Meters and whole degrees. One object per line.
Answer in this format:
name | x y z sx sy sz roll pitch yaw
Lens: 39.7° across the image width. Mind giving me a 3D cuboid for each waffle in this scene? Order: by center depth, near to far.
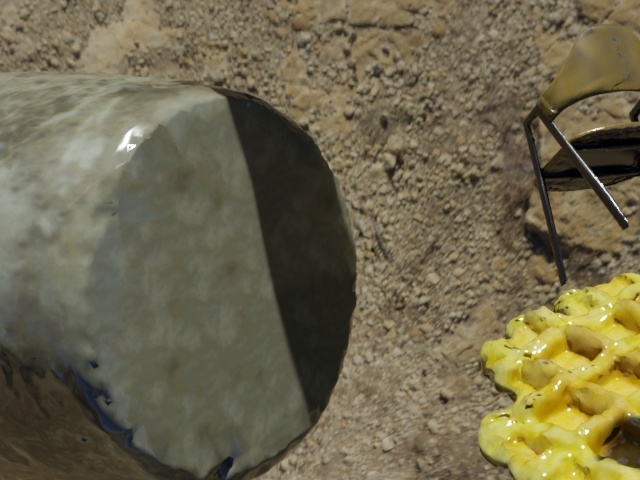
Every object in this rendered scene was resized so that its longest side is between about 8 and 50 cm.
waffle | 0.248 0.097 0.541 0.307 0.312 0.060 -9 115 5

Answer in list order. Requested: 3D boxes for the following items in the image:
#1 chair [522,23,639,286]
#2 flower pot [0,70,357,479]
chair | 0.339 -0.099 1.027 0.158 0.172 0.247 -6 61 -18
flower pot | -0.162 0.024 0.576 0.330 0.293 0.294 -1 68 37
